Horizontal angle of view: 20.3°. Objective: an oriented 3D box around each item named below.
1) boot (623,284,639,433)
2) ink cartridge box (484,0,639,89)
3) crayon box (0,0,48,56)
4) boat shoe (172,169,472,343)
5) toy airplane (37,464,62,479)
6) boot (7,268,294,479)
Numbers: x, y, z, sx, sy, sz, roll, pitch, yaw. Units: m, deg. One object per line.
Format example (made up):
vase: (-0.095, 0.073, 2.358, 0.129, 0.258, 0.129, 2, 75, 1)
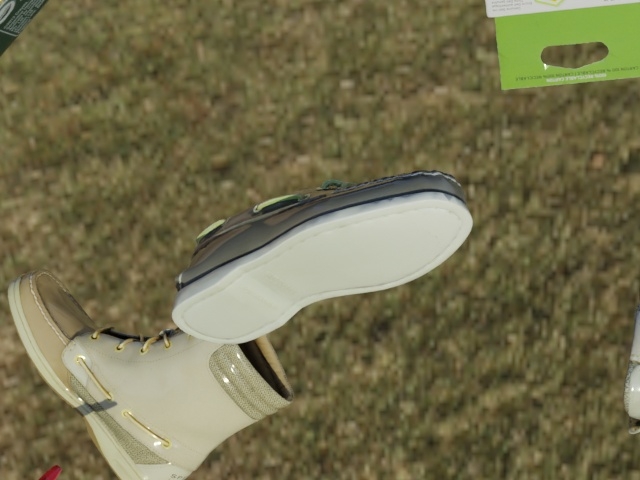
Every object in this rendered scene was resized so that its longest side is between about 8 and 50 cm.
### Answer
boot: (0.225, 0.083, 0.834, 0.165, 0.077, 0.213, 3, 32, 6)
ink cartridge box: (0.280, -0.278, 2.010, 0.189, 0.255, 0.097, -5, 27, 9)
crayon box: (-0.334, -0.304, 1.428, 0.318, 0.081, 0.202, 43, 98, 10)
boat shoe: (-0.003, -0.002, 1.516, 0.305, 0.109, 0.091, -23, 45, 34)
toy airplane: (-0.245, 0.252, 1.600, 0.151, 0.028, 0.151, -32, 28, 19)
boot: (-0.166, 0.100, 1.741, 0.262, 0.203, 0.095, 55, 23, 3)
